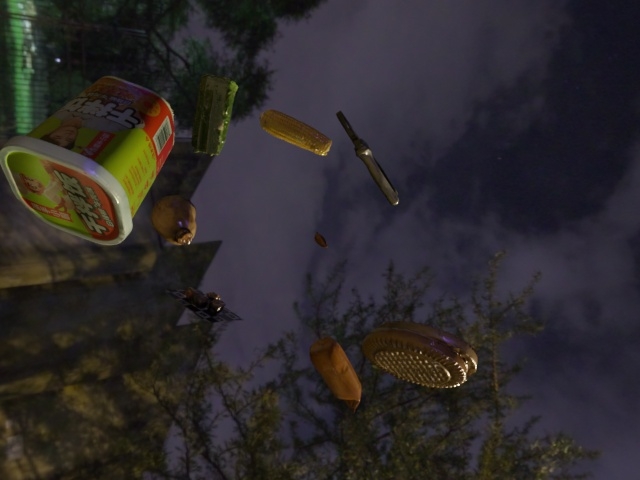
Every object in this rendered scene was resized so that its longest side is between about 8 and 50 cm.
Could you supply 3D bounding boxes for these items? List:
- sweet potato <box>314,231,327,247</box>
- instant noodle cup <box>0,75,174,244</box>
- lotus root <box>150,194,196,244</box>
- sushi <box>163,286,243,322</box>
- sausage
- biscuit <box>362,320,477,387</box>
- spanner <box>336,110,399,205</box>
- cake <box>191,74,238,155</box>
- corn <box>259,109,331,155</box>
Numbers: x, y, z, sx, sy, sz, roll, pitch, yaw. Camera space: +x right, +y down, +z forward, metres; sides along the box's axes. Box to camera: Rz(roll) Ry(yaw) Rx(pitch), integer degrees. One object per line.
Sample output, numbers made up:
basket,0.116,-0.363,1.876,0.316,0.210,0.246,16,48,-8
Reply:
sweet potato,0.000,0.000,1.717,0.095,0.034,0.034,53,-44,48
instant noodle cup,-0.491,-0.196,1.082,0.294,0.294,0.307,-47,-162,50
lotus root,-0.500,-0.077,1.642,0.257,0.154,0.140,45,-10,48
sushi,-0.362,0.188,1.503,0.210,0.193,0.040,28,-84,24
sausage,0.066,0.468,1.625,0.112,0.112,0.328,16,-42,56
biscuit,0.226,0.263,1.093,0.259,0.259,0.079,-32,-151,54
spanner,0.142,-0.246,1.421,0.040,0.095,0.324,-31,-72,17
cake,-0.326,-0.382,1.462,0.099,0.100,0.235,-79,-178,-75
corn,-0.067,-0.289,1.272,0.067,0.206,0.067,-63,-171,17
